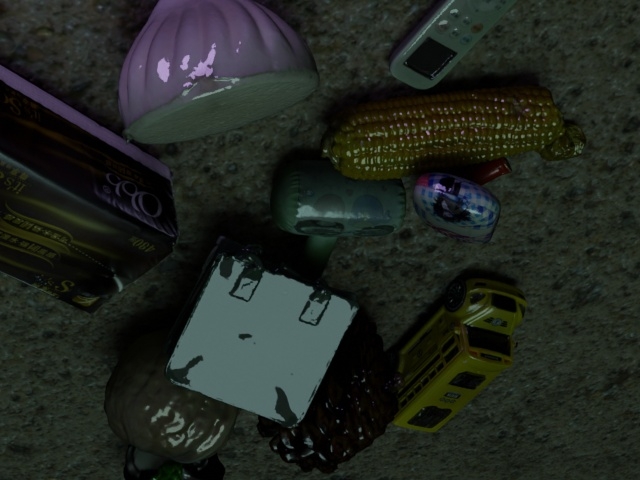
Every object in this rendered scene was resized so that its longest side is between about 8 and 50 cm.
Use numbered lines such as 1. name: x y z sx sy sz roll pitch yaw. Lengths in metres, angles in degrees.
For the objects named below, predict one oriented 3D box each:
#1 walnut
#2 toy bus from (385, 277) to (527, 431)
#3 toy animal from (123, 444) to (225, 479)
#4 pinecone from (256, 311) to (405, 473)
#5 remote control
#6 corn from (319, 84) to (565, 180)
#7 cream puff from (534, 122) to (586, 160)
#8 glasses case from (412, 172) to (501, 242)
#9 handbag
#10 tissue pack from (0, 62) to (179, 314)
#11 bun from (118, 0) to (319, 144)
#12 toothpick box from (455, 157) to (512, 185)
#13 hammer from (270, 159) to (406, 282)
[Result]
1. walnut: -0.247 0.261 1.832 0.248 0.248 0.248 -8 139 -7
2. toy bus: 0.252 0.216 1.975 0.145 0.151 0.331 16 132 -27
3. toy animal: -0.288 0.499 2.066 0.212 0.267 0.212 -5 135 -5
4. pinecone: 0.011 0.272 1.894 0.296 0.298 0.242 -41 91 24
5. remote control: 0.209 -0.325 1.433 0.090 0.038 0.309 21 129 -34
6. corn: 0.178 -0.158 1.550 0.363 0.120 0.120 -7 139 -5
7. cream puff: 0.375 -0.155 1.663 0.083 0.083 0.058 -4 95 5
8. glasses case: 0.207 -0.046 1.602 0.125 0.076 0.327 23 178 9
9. handbag: -0.096 0.146 1.673 0.247 0.079 0.260 23 110 -15
10. tissue pack: -0.391 -0.083 1.418 0.210 0.198 0.370 -34 135 28
11. bun: -0.145 -0.239 1.351 0.263 0.175 0.263 -16 177 -1
12. toothpick box: 0.258 -0.110 1.685 0.083 0.047 0.047 -28 138 18
13. hammer: 0.000 0.000 1.701 0.206 0.119 0.335 3 143 -16
